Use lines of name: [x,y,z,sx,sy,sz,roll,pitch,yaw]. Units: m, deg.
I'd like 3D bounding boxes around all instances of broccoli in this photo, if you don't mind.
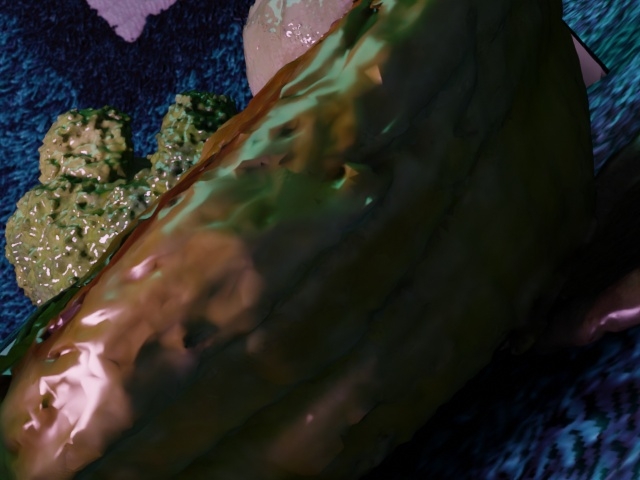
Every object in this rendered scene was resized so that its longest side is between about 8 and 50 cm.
broccoli: [-0.115,-0.048,1.393,0.302,0.186,0.254,-49,-2,1]

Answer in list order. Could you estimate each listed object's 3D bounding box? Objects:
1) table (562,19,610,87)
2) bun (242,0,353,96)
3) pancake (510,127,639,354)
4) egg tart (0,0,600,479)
table: [0.044,-0.033,0.945,0.146,0.062,0.175,-48,10,-33]
bun: [0.015,-0.238,1.921,0.259,0.152,0.259,-42,10,9]
pancake: [0.135,-0.030,0.607,0.199,0.021,0.199,-42,8,7]
egg tart: [0.000,0.000,0.634,0.290,0.115,0.290,-45,7,7]
